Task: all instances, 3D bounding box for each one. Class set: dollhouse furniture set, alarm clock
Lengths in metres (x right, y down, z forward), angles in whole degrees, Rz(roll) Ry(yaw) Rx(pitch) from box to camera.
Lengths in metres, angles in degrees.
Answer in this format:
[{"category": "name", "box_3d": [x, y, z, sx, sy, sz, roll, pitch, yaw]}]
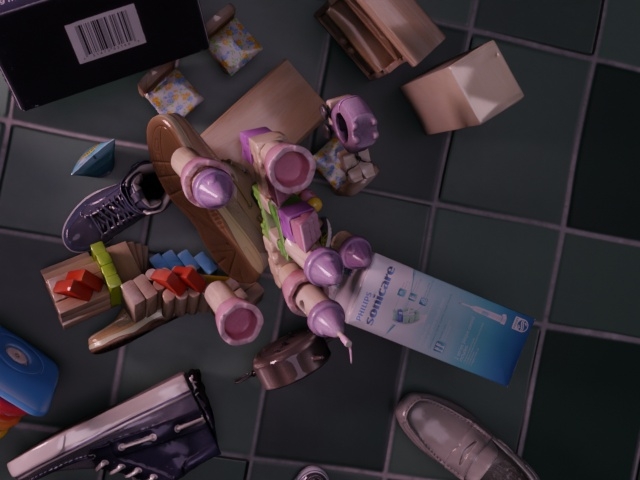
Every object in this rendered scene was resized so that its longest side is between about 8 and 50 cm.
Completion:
[{"category": "dollhouse furniture set", "box_3d": [-0.029, -0.238, 1.409, 0.394, 0.256, 0.362, -43, 100, -6]}, {"category": "alarm clock", "box_3d": [-0.068, 0.204, 1.502, 0.192, 0.129, 0.064, -27, 97, 19]}]

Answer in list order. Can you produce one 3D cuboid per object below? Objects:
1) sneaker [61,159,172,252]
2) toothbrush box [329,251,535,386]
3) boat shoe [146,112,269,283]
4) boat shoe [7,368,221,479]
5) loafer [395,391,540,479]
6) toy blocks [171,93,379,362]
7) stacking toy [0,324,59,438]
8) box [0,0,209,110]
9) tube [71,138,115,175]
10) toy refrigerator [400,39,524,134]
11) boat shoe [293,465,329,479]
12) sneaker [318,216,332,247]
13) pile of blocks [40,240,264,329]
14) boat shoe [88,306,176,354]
[{"category": "sneaker", "box_3d": [-0.322, -0.054, 1.413, 0.226, 0.163, 0.086, -36, 101, -5]}, {"category": "toothbrush box", "box_3d": [0.173, 0.121, 1.491, 0.295, 0.216, 0.126, 24, 89, -12]}, {"category": "boat shoe", "box_3d": [-0.158, -0.076, 1.355, 0.098, 0.109, 0.302, -47, 119, -32]}, {"category": "boat shoe", "box_3d": [-0.326, 0.351, 1.452, 0.340, 0.127, 0.158, -25, 90, -9]}, {"category": "loafer", "box_3d": [0.276, 0.379, 1.579, 0.319, 0.111, 0.112, 34, 87, -11]}, {"category": "toy blocks", "box_3d": [-0.015, -0.015, 1.218, 0.308, 0.260, 0.289, -19, 116, -17]}, {"category": "stacking toy", "box_3d": [-0.571, 0.288, 1.407, 0.165, 0.175, 0.302, 38, 101, -19]}, {"category": "box", "box_3d": [-0.360, -0.391, 1.305, 0.296, 0.183, 0.294, -21, 55, -9]}, {"category": "tube", "box_3d": [-0.350, -0.125, 1.379, 0.052, 0.207, 0.080, 45, 83, -11]}, {"category": "toy refrigerator", "box_3d": [0.228, -0.247, 1.451, 0.094, 0.269, 0.102, -32, 98, -8]}, {"category": "boat shoe", "box_3d": [-0.036, 0.512, 1.546, 0.080, 0.076, 0.229, 23, 89, -11]}, {"category": "sneaker", "box_3d": [0.000, 0.000, 1.544, 0.035, 0.031, 0.083, 1, 93, -10]}, {"category": "pile of blocks", "box_3d": [-0.268, 0.054, 1.424, 0.361, 0.113, 0.149, 1, 64, -11]}, {"category": "boat shoe", "box_3d": [-0.308, 0.123, 1.481, 0.190, 0.068, 0.072, -26, 84, -20]}]
